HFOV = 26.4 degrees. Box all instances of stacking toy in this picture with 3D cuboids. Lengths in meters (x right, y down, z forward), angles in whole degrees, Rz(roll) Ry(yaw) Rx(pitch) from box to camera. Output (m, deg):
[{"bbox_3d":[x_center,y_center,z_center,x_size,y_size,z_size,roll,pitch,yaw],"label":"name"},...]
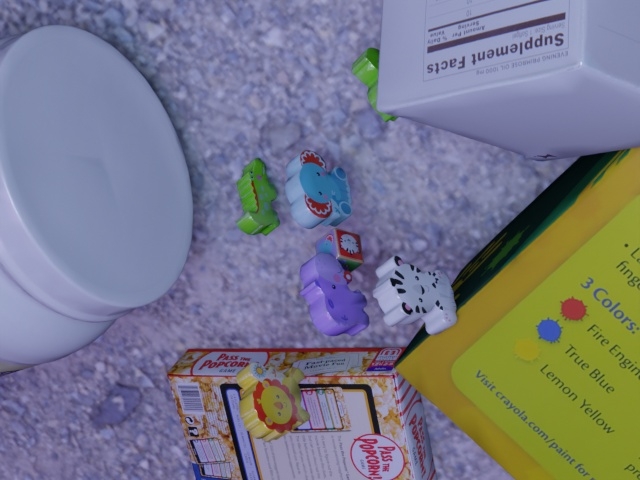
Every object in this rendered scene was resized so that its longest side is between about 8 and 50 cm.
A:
[{"bbox_3d":[0.000,0.000,0.894,0.052,0.221,0.167,16,142,-35],"label":"stacking toy"}]

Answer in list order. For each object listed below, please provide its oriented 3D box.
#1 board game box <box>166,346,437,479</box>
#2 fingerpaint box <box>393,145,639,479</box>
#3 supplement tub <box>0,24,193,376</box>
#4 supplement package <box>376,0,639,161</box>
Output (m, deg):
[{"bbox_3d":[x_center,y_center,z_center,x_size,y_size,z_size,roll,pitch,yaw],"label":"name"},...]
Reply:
[{"bbox_3d":[-0.012,0.158,1.069,0.194,0.045,0.146,-2,114,23],"label":"board game box"},{"bbox_3d":[0.338,0.087,0.818,0.445,0.163,0.371,42,123,0],"label":"fingerpaint box"},{"bbox_3d":[-0.279,-0.008,0.985,0.325,0.235,0.235,-18,107,29],"label":"supplement tub"},{"bbox_3d":[0.128,-0.177,0.705,0.134,0.139,0.244,-7,76,48],"label":"supplement package"}]
